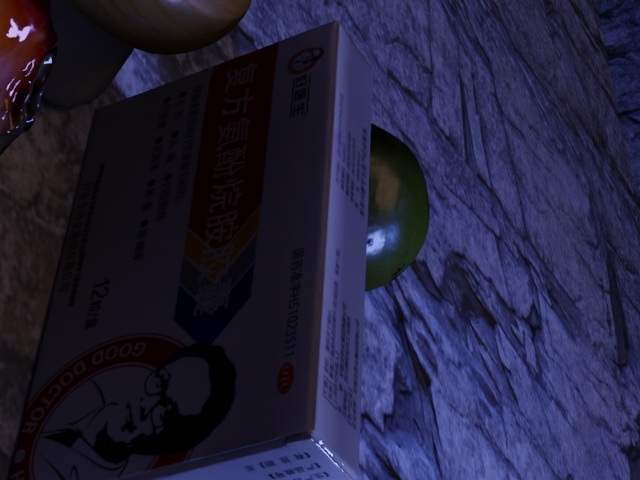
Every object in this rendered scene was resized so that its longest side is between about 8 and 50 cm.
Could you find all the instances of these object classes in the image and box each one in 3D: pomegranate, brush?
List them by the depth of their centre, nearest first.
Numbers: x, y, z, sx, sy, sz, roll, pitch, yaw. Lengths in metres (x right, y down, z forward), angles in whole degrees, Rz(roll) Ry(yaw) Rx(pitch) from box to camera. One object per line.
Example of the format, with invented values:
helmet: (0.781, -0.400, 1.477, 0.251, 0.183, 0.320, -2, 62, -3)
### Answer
brush: (-0.177, -0.211, 0.864, 0.267, 0.166, 0.174, 28, 50, -57)
pomegranate: (0.000, 0.000, 1.111, 0.181, 0.182, 0.224, 30, 67, -57)

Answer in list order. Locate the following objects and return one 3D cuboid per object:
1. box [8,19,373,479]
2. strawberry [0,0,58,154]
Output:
box: (-0.076, 0.017, 0.861, 0.069, 0.214, 0.353, 51, 32, -42)
strawberry: (-0.246, -0.103, 0.657, 0.111, 0.190, 0.236, 35, -11, 23)
